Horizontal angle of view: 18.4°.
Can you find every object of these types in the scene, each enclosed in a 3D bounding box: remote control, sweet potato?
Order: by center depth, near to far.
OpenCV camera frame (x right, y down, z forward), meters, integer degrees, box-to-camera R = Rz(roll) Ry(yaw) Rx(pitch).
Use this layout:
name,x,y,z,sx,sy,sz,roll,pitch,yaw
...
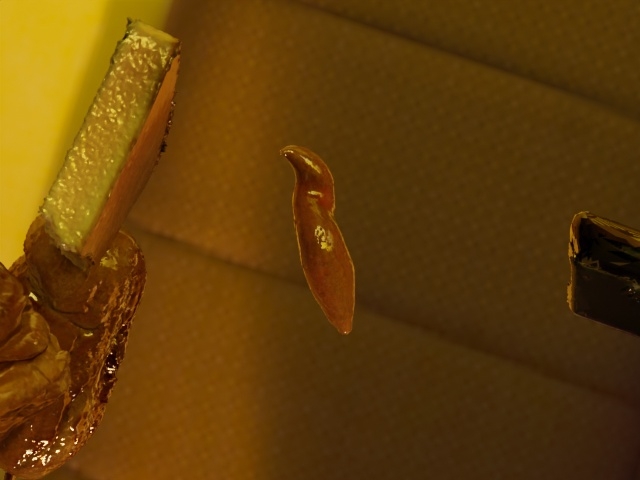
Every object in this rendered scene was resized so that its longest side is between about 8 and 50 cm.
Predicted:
name,x,y,z,sx,sy,sz,roll,pitch,yaw
remote control,0.408,0.090,1.825,0.062,0.399,0.144,-57,-24,-28
sweet potato,0.002,0.000,2.020,0.058,0.055,0.202,-5,98,66

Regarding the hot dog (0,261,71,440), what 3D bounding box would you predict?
name,x,y,z,sx,sy,sz,roll,pitch,yaw
hot dog,-0.284,0.099,1.148,0.196,0.272,0.122,39,152,49

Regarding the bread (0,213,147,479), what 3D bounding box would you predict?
name,x,y,z,sx,sy,sz,roll,pitch,yaw
bread,-0.244,0.116,1.784,0.084,0.124,0.344,-82,11,-57

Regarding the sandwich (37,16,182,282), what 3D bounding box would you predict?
name,x,y,z,sx,sy,sz,roll,pitch,yaw
sandwich,-0.174,-0.061,1.593,0.193,0.058,0.162,110,-175,-55
